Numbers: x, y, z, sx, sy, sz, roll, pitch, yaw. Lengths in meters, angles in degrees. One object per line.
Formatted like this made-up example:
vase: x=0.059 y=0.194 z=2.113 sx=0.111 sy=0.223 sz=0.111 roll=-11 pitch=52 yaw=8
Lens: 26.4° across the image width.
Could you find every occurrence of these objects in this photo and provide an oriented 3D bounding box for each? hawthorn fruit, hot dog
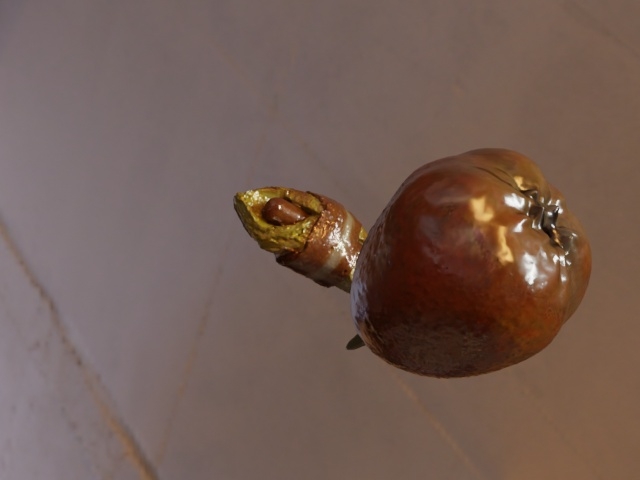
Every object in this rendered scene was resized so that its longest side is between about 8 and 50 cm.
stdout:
hawthorn fruit: x=0.107 y=0.039 z=1.168 sx=0.251 sy=0.199 sz=0.199 roll=-40 pitch=-119 yaw=34
hot dog: x=0.002 y=-0.005 z=1.866 sx=0.093 sy=0.262 sz=0.123 roll=-42 pitch=-149 yaw=44
